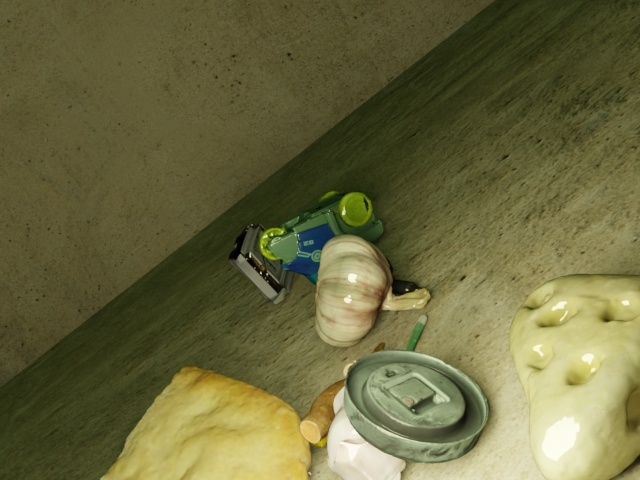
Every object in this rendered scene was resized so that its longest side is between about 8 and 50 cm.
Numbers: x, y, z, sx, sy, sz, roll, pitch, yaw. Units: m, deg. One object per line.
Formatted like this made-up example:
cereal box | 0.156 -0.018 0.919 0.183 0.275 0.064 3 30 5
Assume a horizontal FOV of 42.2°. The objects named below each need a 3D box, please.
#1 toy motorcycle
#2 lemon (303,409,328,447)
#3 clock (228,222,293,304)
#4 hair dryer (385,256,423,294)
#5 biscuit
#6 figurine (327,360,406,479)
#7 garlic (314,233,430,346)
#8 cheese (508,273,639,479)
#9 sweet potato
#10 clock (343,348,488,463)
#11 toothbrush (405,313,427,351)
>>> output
toy motorcycle | 0.000 0.000 2.268 0.326 0.200 0.191 -30 14 -16
lemon | -0.002 0.347 1.537 0.065 0.065 0.092 -32 36 17
clock | -0.168 0.066 2.413 0.083 0.186 0.253 -37 15 18
hair dryer | 0.161 0.089 1.899 0.114 0.071 0.248 -44 22 -23
biscuit | -0.228 0.435 1.484 0.446 0.104 0.429 11 49 41
figurine | 0.081 0.301 1.370 0.200 0.133 0.276 -35 15 17
garlic | 0.109 0.111 1.776 0.253 0.245 0.245 6 30 10
cheese | 0.349 0.179 1.160 0.351 0.130 0.328 -42 19 -21
sweet potato | 0.056 0.281 1.537 0.281 0.067 0.059 -29 -29 -48
clock | 0.145 0.253 1.281 0.225 0.049 0.226 8 27 -4
toothbrush | 0.165 0.227 1.597 0.024 0.018 0.257 -31 17 40
